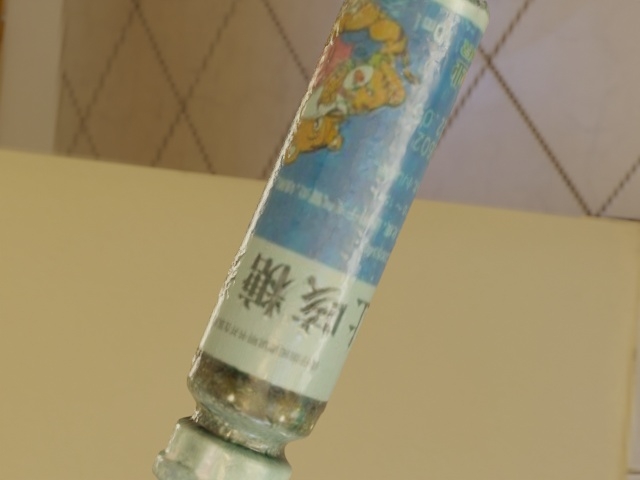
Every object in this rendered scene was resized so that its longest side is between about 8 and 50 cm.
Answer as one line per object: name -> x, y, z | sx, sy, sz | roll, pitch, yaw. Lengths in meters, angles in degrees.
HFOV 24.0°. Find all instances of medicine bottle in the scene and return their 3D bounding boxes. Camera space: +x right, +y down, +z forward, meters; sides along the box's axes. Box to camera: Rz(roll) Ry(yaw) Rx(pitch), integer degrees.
medicine bottle -> 0.000, 0.000, 0.515 | 0.051, 0.051, 0.191 | 21, 89, 55
